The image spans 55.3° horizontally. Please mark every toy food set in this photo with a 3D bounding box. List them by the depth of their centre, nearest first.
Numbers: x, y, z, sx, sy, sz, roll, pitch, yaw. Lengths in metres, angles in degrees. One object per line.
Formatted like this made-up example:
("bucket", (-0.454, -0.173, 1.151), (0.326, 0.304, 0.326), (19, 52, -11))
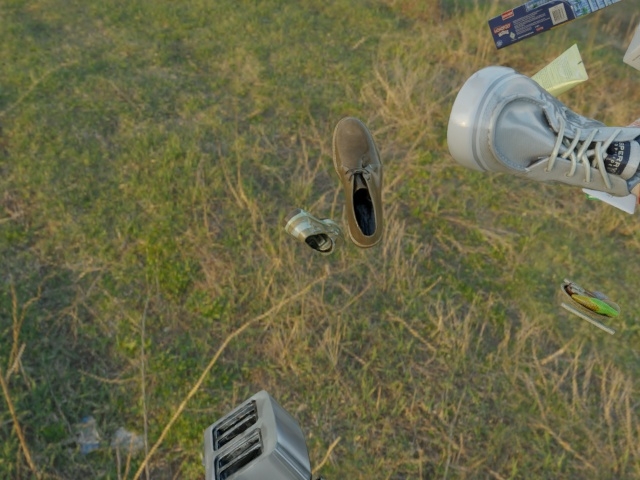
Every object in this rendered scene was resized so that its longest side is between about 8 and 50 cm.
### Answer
("toy food set", (0.582, 0.123, 1.313), (0.132, 0.039, 0.192), (30, 24, 12))

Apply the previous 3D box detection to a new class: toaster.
("toaster", (-0.105, 0.363, 1.017), (0.185, 0.110, 0.168), (-35, 26, 4))

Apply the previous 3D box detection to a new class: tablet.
("tablet", (0.454, -0.074, 0.961), (0.083, 0.006, 0.054), (27, 45, 10))

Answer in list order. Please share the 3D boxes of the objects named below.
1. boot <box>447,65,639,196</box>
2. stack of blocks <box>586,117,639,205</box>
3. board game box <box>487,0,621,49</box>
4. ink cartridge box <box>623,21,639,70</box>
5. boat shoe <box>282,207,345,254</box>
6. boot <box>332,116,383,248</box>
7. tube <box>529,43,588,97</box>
("boot", (0.222, -0.092, 0.548), (0.123, 0.095, 0.258), (23, 19, 35))
("stack of blocks", (0.606, -0.148, 1.056), (0.171, 0.087, 0.297), (13, 30, 43))
("board game box", (0.434, -0.413, 1.069), (0.194, 0.060, 0.194), (-27, 12, -20))
("ink cartridge box", (0.534, -0.267, 0.826), (0.190, 0.082, 0.140), (28, 77, 1))
("boat shoe", (0.000, 0.000, 1.129), (0.072, 0.068, 0.190), (50, 17, 27))
("boot", (0.091, -0.142, 1.354), (0.112, 0.115, 0.305), (-9, 79, 2))
("tube", (0.448, -0.306, 1.293), (0.070, 0.240, 0.062), (53, 44, -1))
